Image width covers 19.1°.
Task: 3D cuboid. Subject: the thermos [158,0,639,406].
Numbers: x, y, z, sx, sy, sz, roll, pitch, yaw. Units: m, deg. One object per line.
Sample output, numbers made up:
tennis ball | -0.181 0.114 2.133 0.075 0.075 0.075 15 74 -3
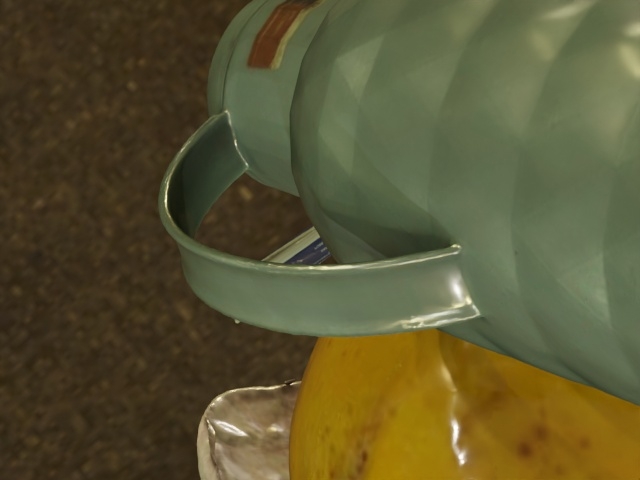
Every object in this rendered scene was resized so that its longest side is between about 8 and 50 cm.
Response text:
thermos | 0.062 -0.022 0.633 0.182 0.286 0.145 -38 123 -28

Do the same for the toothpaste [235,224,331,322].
toothpaste | 0.000 0.000 1.150 0.140 0.037 0.021 -36 54 -16

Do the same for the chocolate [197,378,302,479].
chocolate | 0.021 0.227 1.319 0.185 0.100 0.303 -3 46 -26

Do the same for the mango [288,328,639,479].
mango | 0.209 0.089 0.838 0.232 0.445 0.300 -96 176 -81
